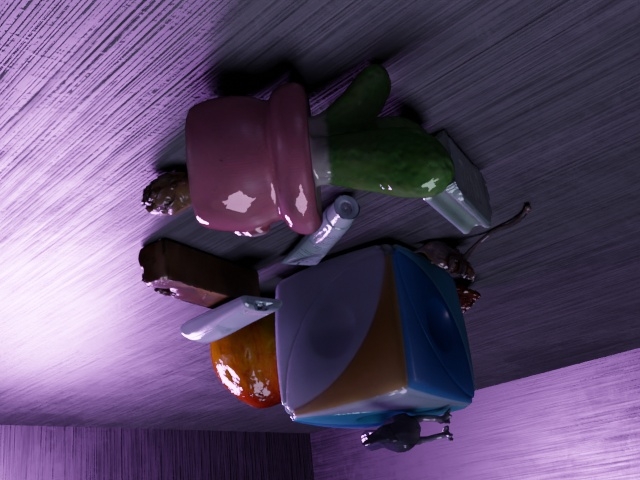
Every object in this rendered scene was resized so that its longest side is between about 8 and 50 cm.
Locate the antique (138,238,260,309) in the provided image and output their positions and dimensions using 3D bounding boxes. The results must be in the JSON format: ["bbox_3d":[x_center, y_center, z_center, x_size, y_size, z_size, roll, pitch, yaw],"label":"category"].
[{"bbox_3d":[-0.258,0.082,1.679,0.093,0.087,0.310,-17,157,29],"label":"antique"}]

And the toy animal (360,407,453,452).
[{"bbox_3d":[0.188,0.420,1.716,0.206,0.081,0.367,-11,166,0],"label":"toy animal"}]

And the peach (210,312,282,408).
[{"bbox_3d":[-0.156,0.288,1.978,0.238,0.281,0.281,-7,158,5],"label":"peach"}]

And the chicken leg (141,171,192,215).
[{"bbox_3d":[-0.206,-0.089,1.293,0.198,0.069,0.085,-18,158,11],"label":"chicken leg"}]

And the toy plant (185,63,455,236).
[{"bbox_3d":[-0.006,-0.123,1.107,0.356,0.210,0.317,-11,-169,2],"label":"toy plant"}]

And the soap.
[{"bbox_3d":[0.228,-0.095,1.329,0.063,0.114,0.198,-18,157,25],"label":"soap"}]

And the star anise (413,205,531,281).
[{"bbox_3d":[0.334,-0.015,1.692,0.148,0.218,0.227,34,99,-16],"label":"star anise"}]

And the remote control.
[{"bbox_3d":[-0.206,0.180,1.756,0.103,0.051,0.293,10,154,-36],"label":"remote control"}]

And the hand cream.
[{"bbox_3d":[0.000,0.000,1.577,0.085,0.058,0.331,-1,158,-18],"label":"hand cream"}]

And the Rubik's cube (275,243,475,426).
[{"bbox_3d":[0.123,0.236,1.810,0.347,0.352,0.351,-19,157,31],"label":"Rubik's cube"}]

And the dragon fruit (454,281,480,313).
[{"bbox_3d":[0.330,0.150,2.040,0.127,0.120,0.161,41,113,-7],"label":"dragon fruit"}]
